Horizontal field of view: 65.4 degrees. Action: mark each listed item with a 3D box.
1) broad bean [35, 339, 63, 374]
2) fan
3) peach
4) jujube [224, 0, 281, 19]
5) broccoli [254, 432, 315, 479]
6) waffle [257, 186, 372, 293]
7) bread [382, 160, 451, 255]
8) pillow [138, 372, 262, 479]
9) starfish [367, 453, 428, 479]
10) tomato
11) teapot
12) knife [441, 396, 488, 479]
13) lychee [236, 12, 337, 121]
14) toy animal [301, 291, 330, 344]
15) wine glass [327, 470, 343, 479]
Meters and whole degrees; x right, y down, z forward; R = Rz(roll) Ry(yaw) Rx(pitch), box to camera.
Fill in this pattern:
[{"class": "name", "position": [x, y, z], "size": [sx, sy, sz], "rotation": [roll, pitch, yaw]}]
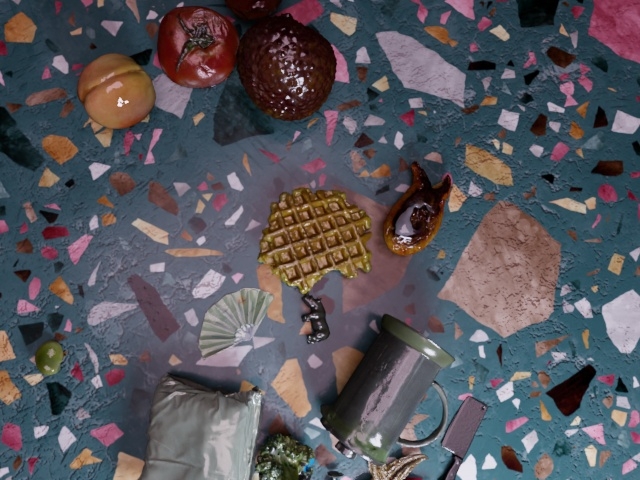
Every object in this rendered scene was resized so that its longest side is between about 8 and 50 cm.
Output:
[{"class": "broad bean", "position": [-0.658, 0.285, 1.208], "size": [0.063, 0.045, 0.083], "rotation": [-6, 76, -8]}, {"class": "fan", "position": [-0.225, 0.207, 1.280], "size": [0.240, 0.009, 0.131], "rotation": [-43, 87, -9]}, {"class": "peach", "position": [-0.510, -0.368, 1.240], "size": [0.184, 0.184, 0.184], "rotation": [1, 83, -6]}, {"class": "jujube", "position": [-0.187, -0.709, 1.320], "size": [0.174, 0.174, 0.250], "rotation": [-14, 74, -7]}, {"class": "broccoli", "position": [-0.076, 0.545, 1.178], "size": [0.155, 0.160, 0.167], "rotation": [0, 102, -23]}, {"class": "waffle", "position": [-0.010, -0.001, 1.296], "size": [0.301, 0.058, 0.281], "rotation": [4, 79, -8]}, {"class": "bread", "position": [0.257, -0.077, 1.328], "size": [0.140, 0.095, 0.268], "rotation": [28, 67, -4]}, {"class": "pillow", "position": [-0.284, 0.478, 1.162], "size": [0.284, 0.138, 0.309], "rotation": [4, 76, 8]}, {"class": "starfish", "position": [0.171, 0.604, 1.253], "size": [0.228, 0.043, 0.240], "rotation": [-11, 81, -9]}, {"class": "tomato", "position": [-0.325, -0.525, 1.314], "size": [0.228, 0.101, 0.227], "rotation": [1, 83, -9]}, {"class": "teapot", "position": [0.174, 0.384, 1.202], "size": [0.271, 0.200, 0.337], "rotation": [34, 83, 5]}, {"class": "knife", "position": [0.354, 0.527, 1.297], "size": [0.072, 0.019, 0.245], "rotation": [29, 78, 2]}, {"class": "lychee", "position": [-0.087, -0.432, 1.252], "size": [0.261, 0.260, 0.260], "rotation": [1, 83, -6]}, {"class": "toy animal", "position": [-0.016, 0.195, 1.283], "size": [0.065, 0.047, 0.135], "rotation": [-12, 78, -12]}, {"class": "wine glass", "position": [0.036, 0.620, 1.239], "size": [0.042, 0.039, 0.083], "rotation": [2, 85, 6]}]
